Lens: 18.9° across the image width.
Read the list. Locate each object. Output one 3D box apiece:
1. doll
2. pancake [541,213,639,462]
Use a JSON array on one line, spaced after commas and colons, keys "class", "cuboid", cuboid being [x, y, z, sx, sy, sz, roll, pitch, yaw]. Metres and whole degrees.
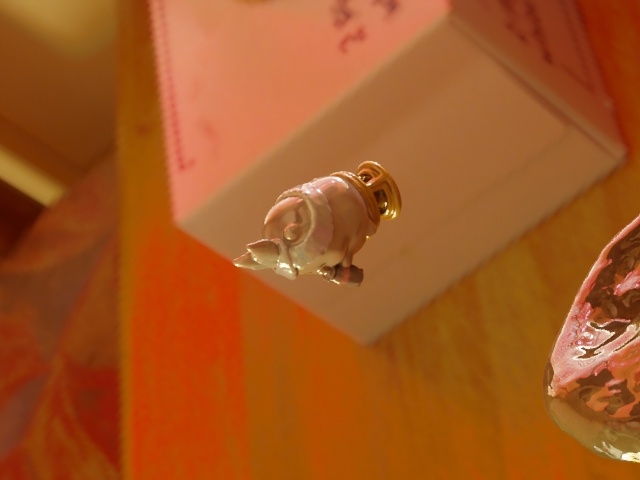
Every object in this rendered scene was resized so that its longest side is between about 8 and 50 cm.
[{"class": "doll", "cuboid": [0.000, 0.000, 1.337, 0.127, 0.084, 0.073, -30, 7, -29]}, {"class": "pancake", "cuboid": [0.222, 0.022, 1.069, 0.242, 0.050, 0.242, -26, 27, 15]}]
